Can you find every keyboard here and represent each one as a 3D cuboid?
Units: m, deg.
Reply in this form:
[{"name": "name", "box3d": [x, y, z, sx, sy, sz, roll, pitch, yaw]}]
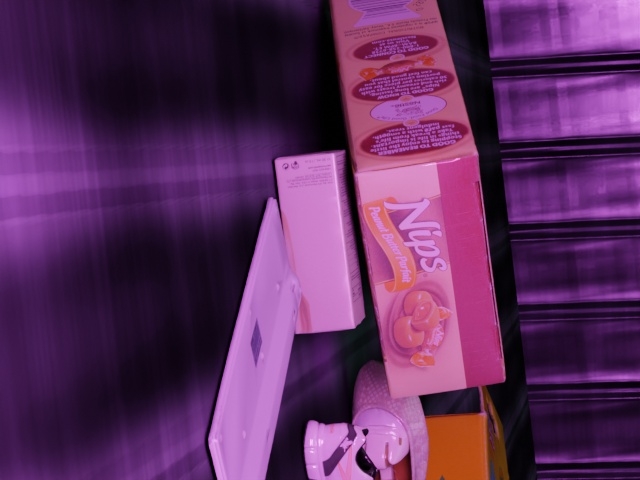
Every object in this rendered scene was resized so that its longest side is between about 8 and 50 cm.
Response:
[{"name": "keyboard", "box3d": [-0.037, 0.067, 1.094, 0.256, 0.014, 0.072, -79, 156, -59]}]

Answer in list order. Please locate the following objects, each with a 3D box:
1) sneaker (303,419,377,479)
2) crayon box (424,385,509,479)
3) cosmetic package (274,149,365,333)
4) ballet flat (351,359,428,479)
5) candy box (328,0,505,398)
[{"name": "sneaker", "box3d": [0.017, 0.167, 1.238, 0.040, 0.044, 0.109, -79, 162, -65]}, {"name": "crayon box", "box3d": [0.121, 0.282, 1.646, 0.202, 0.081, 0.318, 65, 22, -63]}, {"name": "cosmetic package", "box3d": [0.000, 0.000, 1.245, 0.060, 0.041, 0.115, -23, 107, -81]}, {"name": "ballet flat", "box3d": [0.051, 0.172, 1.401, 0.052, 0.057, 0.168, -32, 115, -68]}, {"name": "candy box", "box3d": [0.066, -0.051, 1.390, 0.316, 0.088, 0.183, -95, 175, -60]}]
